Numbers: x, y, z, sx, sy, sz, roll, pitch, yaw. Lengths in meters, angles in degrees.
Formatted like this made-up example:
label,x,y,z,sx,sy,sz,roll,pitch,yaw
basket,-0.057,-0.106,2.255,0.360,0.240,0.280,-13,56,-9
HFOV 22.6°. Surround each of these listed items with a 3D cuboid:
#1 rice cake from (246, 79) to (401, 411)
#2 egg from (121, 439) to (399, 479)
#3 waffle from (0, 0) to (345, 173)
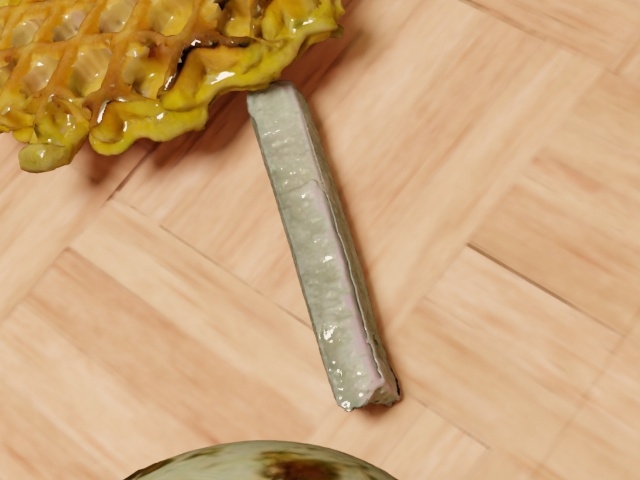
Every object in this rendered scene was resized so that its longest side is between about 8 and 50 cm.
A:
label,x,y,z,sx,sy,sz,roll,pitch,yaw
rice cake,-0.001,0.000,0.818,0.033,0.033,0.208,-22,55,7
egg,-0.038,0.168,0.654,0.231,0.169,0.169,-12,56,36
waffle,-0.102,-0.139,0.919,0.238,0.059,0.243,-37,41,3
